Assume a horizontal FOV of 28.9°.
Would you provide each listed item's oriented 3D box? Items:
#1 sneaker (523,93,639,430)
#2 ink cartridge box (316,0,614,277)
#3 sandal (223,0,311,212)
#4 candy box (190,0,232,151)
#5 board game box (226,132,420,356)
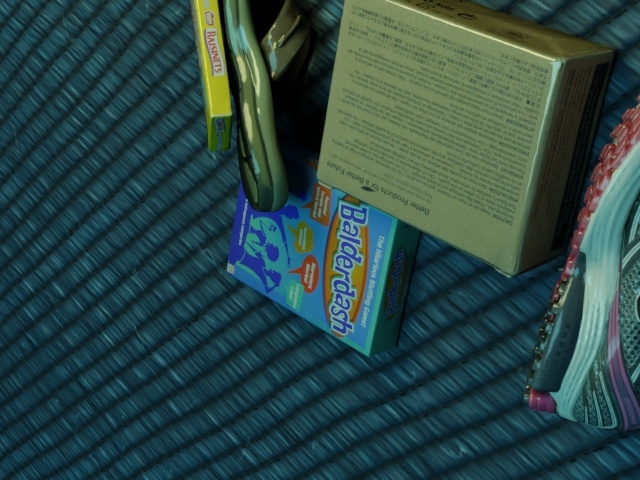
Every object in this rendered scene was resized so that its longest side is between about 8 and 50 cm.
[{"bbox_3d":[0.254,0.012,0.988,0.112,0.121,0.299,17,115,8],"label":"sneaker"},{"bbox_3d":[0.119,-0.105,1.087,0.235,0.088,0.193,28,121,35],"label":"ink cartridge box"},{"bbox_3d":[-0.048,-0.176,1.226,0.120,0.086,0.302,118,145,-79],"label":"sandal"},{"bbox_3d":[-0.113,-0.203,1.255,0.105,0.027,0.205,116,146,-73],"label":"candy box"},{"bbox_3d":[0.000,0.000,1.257,0.210,0.047,0.160,27,118,35],"label":"board game box"}]
